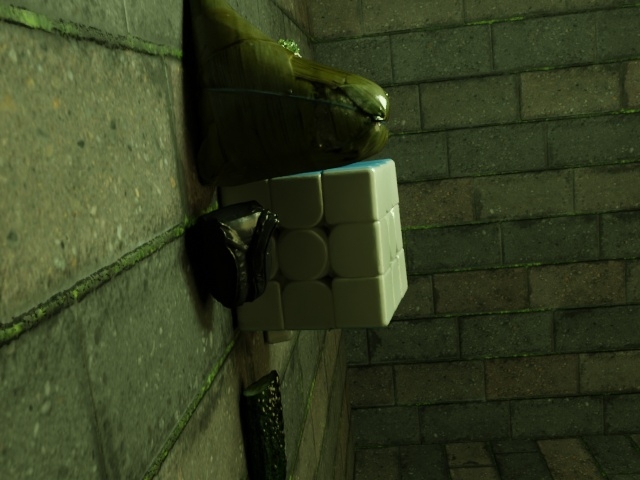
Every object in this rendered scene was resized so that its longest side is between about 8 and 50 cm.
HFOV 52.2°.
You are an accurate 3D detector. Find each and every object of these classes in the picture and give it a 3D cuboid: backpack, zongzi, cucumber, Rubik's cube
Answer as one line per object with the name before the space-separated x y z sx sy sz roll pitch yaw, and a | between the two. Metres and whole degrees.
backpack | -0.136 0.021 1.022 0.106 0.120 0.165 39 -50 39
zongzi | -0.060 -0.285 1.052 0.160 0.322 0.361 -15 97 -76
cucumber | -0.100 0.378 1.236 0.077 0.077 0.265 -69 153 -76
Rubik's cube | 0.000 0.000 1.283 0.290 0.291 0.291 -35 119 -74

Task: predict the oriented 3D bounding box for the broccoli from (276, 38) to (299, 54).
broccoli | -0.094 -0.303 1.332 0.176 0.226 0.198 36 -24 36

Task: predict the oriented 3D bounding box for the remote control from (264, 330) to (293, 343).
remote control | -0.105 0.102 1.473 0.029 0.067 0.261 -171 -105 -68
